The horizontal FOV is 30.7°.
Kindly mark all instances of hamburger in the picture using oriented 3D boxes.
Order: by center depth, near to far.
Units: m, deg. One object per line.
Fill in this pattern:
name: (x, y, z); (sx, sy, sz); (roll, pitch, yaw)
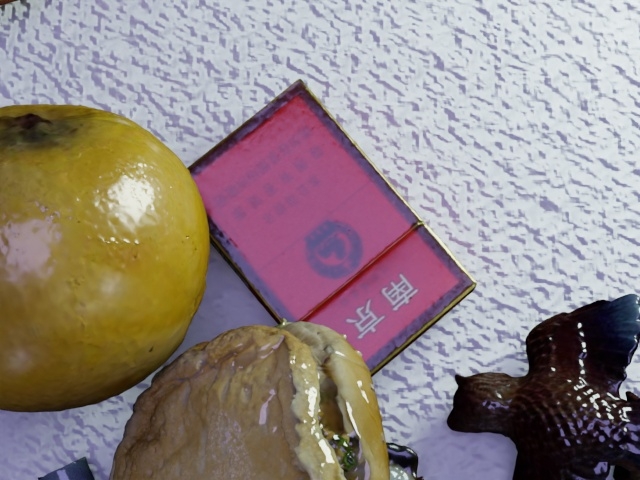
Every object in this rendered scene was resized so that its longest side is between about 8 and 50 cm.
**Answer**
hamburger: (-0.052, 0.199, 0.897); (0.146, 0.243, 0.286); (21, 87, -39)

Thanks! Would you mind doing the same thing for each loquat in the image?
loquat: (-0.221, 0.009, 0.916); (0.263, 0.263, 0.263); (0, 79, -1)

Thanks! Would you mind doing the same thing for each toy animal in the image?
toy animal: (0.202, 0.145, 0.971); (0.180, 0.116, 0.218); (9, 86, 0)

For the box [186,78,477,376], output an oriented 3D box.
box: (0.000, 0.000, 1.017); (0.153, 0.074, 0.240); (-39, 84, -12)

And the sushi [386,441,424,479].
sushi: (0.051, 0.218, 0.971); (0.098, 0.084, 0.094); (6, 76, -5)

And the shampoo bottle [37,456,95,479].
shampoo bottle: (-0.174, 0.285, 0.963); (0.072, 0.072, 0.214); (-23, 81, -5)

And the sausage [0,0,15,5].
sausage: (-0.283, -0.331, 1.047); (0.133, 0.133, 0.258); (16, 83, 2)
